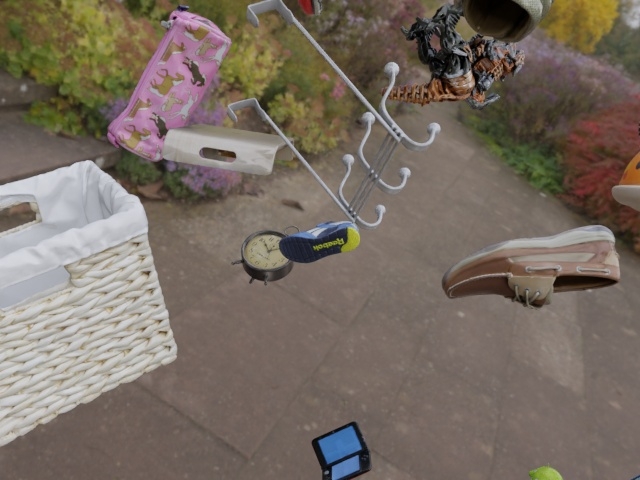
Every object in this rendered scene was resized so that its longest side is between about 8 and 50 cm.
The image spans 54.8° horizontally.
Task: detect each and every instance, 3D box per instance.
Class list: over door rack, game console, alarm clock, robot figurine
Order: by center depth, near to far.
[{"bbox_3d":[0.015,-0.195,0.952,0.324,0.239,0.108,42,58,10],"label":"over door rack"},{"bbox_3d":[0.488,0.539,1.335,0.067,0.115,0.101,3,30,8],"label":"robot figurine"},{"bbox_3d":[-0.115,0.028,1.512,0.129,0.064,0.192,31,58,21],"label":"alarm clock"},{"bbox_3d":[0.053,0.573,1.645,0.085,0.144,0.124,61,9,-14],"label":"game console"}]

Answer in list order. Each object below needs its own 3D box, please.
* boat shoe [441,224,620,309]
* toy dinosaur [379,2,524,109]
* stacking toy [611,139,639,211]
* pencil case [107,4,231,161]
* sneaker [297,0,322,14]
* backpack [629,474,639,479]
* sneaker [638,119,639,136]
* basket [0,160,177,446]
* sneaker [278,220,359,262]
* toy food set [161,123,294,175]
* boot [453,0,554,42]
[{"bbox_3d":[0.389,0.064,1.135,0.123,0.325,0.116,58,20,-62],"label":"boat shoe"},{"bbox_3d":[0.272,-0.359,1.245,0.322,0.218,0.164,-30,13,-38],"label":"toy dinosaur"},{"bbox_3d":[0.941,-0.296,1.520,0.351,0.479,0.350,8,4,0],"label":"stacking toy"},{"bbox_3d":[-0.381,-0.382,1.541,0.167,0.386,0.160,30,17,-14],"label":"pencil case"},{"bbox_3d":[-0.072,-0.497,1.074,0.119,0.107,0.279,-8,-22,17],"label":"sneaker"},{"bbox_3d":[0.669,0.648,1.256,0.273,0.356,0.290,61,7,-14],"label":"backpack"},{"bbox_3d":[0.643,-0.210,1.084,0.073,0.063,0.162,3,5,-14],"label":"sneaker"},{"bbox_3d":[-0.423,0.075,0.925,0.329,0.266,0.331,-24,28,-23],"label":"basket"},{"bbox_3d":[0.000,0.000,1.054,0.144,0.053,0.059,-9,24,14],"label":"sneaker"},{"bbox_3d":[-0.187,-0.187,1.336,0.220,0.092,0.306,10,15,3],"label":"toy food set"},{"bbox_3d":[0.173,-0.250,0.518,0.077,0.165,0.213,30,11,-11],"label":"boot"}]
